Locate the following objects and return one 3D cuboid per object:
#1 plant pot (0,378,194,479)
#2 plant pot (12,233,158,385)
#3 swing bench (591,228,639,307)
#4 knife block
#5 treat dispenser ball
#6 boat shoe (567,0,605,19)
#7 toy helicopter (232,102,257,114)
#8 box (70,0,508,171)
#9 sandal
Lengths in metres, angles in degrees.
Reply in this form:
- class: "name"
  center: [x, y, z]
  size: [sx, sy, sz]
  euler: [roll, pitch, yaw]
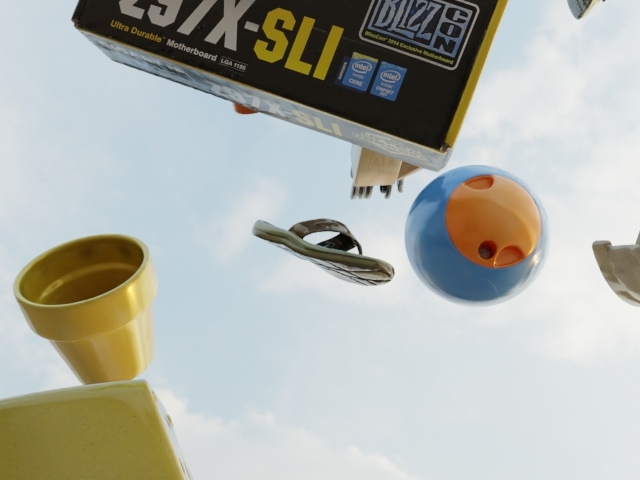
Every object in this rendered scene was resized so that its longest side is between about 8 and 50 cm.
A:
- class: "plant pot"
  center: [-0.192, 0.225, 0.515]
  size: [0.187, 0.212, 0.212]
  euler: [-22, -20, -16]
- class: "plant pot"
  center: [-0.434, 0.150, 1.278]
  size: [0.254, 0.254, 0.239]
  euler: [1, -59, 14]
- class: "swing bench"
  center: [0.492, -0.011, 0.717]
  size: [0.253, 0.255, 0.165]
  euler: [0, -49, 55]
- class: "knife block"
  center: [0.102, -0.176, 1.428]
  size: [0.242, 0.088, 0.275]
  euler: [-24, -28, 37]
- class: "treat dispenser ball"
  center: [0.314, -0.009, 1.317]
  size: [0.288, 0.288, 0.288]
  euler: [7, -55, 10]
- class: "boat shoe"
  center: [0.322, -0.312, 0.733]
  size: [0.048, 0.056, 0.153]
  euler: [-14, -27, -5]
- class: "toy helicopter"
  center: [-0.021, -0.357, 1.214]
  size: [0.235, 0.355, 0.140]
  euler: [-1, -62, 21]
- class: "box"
  center: [-0.005, -0.230, 0.534]
  size: [0.322, 0.079, 0.257]
  euler: [21, -93, 9]
- class: "sandal"
  center: [-0.002, -0.001, 1.129]
  size: [0.302, 0.086, 0.120]
  euler: [22, -9, 38]
